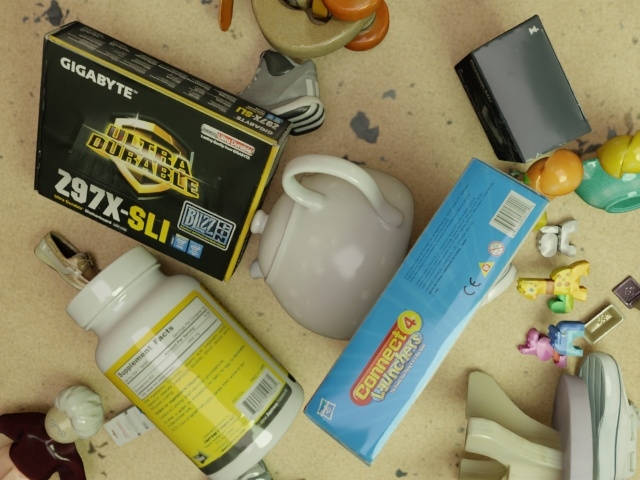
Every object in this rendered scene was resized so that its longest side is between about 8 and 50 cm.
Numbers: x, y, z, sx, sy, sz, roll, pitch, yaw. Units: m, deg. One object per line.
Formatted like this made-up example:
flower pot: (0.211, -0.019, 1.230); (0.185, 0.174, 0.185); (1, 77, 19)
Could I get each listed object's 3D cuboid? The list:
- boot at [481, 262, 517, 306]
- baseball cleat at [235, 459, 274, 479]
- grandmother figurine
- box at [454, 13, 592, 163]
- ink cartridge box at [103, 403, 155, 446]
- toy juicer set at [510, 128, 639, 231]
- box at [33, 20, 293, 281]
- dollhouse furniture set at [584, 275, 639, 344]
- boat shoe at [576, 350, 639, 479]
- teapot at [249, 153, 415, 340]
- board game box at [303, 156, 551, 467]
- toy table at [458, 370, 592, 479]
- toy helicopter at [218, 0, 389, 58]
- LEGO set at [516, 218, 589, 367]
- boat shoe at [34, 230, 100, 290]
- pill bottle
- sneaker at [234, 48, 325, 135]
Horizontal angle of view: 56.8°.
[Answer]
boot: (0.189, 0.066, 0.877); (0.190, 0.069, 0.086); (-34, 101, 10)
baseball cleat: (-0.173, 0.422, 0.979); (0.206, 0.072, 0.109); (-28, 83, 4)
grandmother figurine: (-0.473, 0.365, 0.970); (0.208, 0.104, 0.342); (41, 103, -12)
box: (0.259, -0.192, 0.782); (0.093, 0.158, 0.155); (-27, 96, 8)
ink cartridge box: (-0.308, 0.298, 0.978); (0.083, 0.028, 0.048); (-30, 96, 9)
toy juicer set: (0.406, -0.101, 0.769); (0.329, 0.209, 0.089); (-9, 70, 5)
box: (-0.229, -0.112, 0.825); (0.322, 0.079, 0.257); (26, 129, -1)
dollhouse furniture set: (0.452, 0.128, 0.862); (0.114, 0.081, 0.091); (-43, 94, 10)
boat shoe: (0.441, 0.266, 0.898); (0.076, 0.083, 0.226); (-8, 111, -6)
teapot: (0.000, 0.000, 0.787); (0.187, 0.252, 0.255); (21, 106, -7)
board game box: (0.129, 0.083, 0.708); (0.086, 0.302, 0.308); (34, 91, 14)
toy table: (0.284, 0.316, 0.844); (0.161, 0.274, 0.252); (6, 134, 14)
toy helicopter: (-0.040, -0.421, 0.798); (0.235, 0.140, 0.354); (-6, 88, 9)
LEGO set: (0.328, 0.085, 0.862); (0.093, 0.087, 0.227); (1, 99, 4)
boat shoe: (-0.384, 0.036, 0.927); (0.135, 0.050, 0.045); (35, 106, -2)
pill bottle: (-0.199, 0.173, 0.868); (0.188, 0.188, 0.334); (-43, 94, 10)
sneaker: (-0.099, -0.204, 0.860); (0.229, 0.086, 0.132); (-10, 71, 22)
